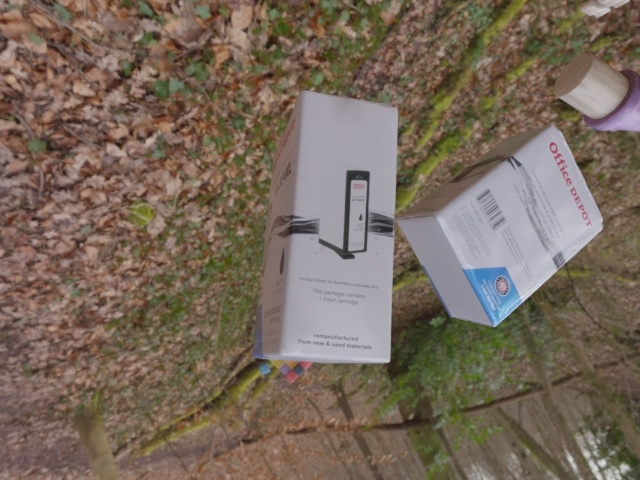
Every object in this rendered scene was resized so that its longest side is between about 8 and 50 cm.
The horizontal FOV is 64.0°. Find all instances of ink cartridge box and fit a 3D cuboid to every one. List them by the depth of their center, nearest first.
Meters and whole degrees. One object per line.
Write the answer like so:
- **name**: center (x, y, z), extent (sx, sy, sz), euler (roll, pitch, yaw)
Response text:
- **ink cartridge box**: center (0.000, 0.000, 0.441), extent (0.086, 0.203, 0.148), euler (7, 165, -13)
- **ink cartridge box**: center (0.326, -0.031, 0.922), extent (0.307, 0.223, 0.129), euler (-35, -168, -19)

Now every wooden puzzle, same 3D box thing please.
- **wooden puzzle**: center (-0.028, 0.110, 0.522), extent (0.083, 0.049, 0.006), euler (-44, -177, -1)

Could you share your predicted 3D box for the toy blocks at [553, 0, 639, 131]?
- **toy blocks**: center (0.390, -0.179, 0.385), extent (0.288, 0.260, 0.309), euler (-67, -166, -8)
